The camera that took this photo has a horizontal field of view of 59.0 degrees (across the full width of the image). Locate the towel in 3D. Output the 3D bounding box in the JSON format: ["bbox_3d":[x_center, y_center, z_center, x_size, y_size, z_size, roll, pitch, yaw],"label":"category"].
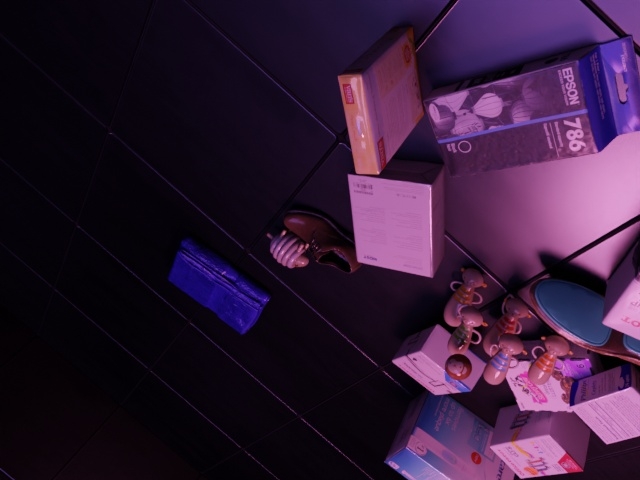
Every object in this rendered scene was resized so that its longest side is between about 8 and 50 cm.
[{"bbox_3d":[-0.313,0.145,1.679,0.308,0.076,0.227,36,135,2],"label":"towel"}]

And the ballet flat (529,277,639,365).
[{"bbox_3d":[0.571,0.178,1.118,0.342,0.116,0.124,20,166,13],"label":"ballet flat"}]

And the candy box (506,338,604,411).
[{"bbox_3d":[0.525,0.304,1.268,0.196,0.070,0.165,-12,118,38],"label":"candy box"}]

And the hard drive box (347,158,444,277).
[{"bbox_3d":[0.164,-0.051,1.200,0.181,0.089,0.232,12,130,25],"label":"hard drive box"}]

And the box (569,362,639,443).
[{"bbox_3d":[0.602,0.331,1.143,0.126,0.072,0.137,44,130,-9],"label":"box"}]

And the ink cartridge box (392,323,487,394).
[{"bbox_3d":[0.279,0.292,1.357,0.148,0.086,0.203,38,158,2],"label":"ink cartridge box"}]

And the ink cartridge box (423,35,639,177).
[{"bbox_3d":[0.357,-0.214,0.963,0.333,0.065,0.165,-9,119,36],"label":"ink cartridge box"}]

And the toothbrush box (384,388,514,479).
[{"bbox_3d":[0.352,0.565,1.490,0.295,0.216,0.126,37,136,3],"label":"toothbrush box"}]

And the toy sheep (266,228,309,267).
[{"bbox_3d":[-0.082,0.019,1.424,0.132,0.091,0.091,40,138,18],"label":"toy sheep"}]

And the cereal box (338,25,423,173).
[{"bbox_3d":[0.111,-0.244,0.968,0.047,0.240,0.173,6,127,29],"label":"cereal box"}]

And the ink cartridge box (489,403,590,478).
[{"bbox_3d":[0.527,0.476,1.366,0.128,0.127,0.176,46,137,-8],"label":"ink cartridge box"}]

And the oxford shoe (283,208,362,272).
[{"bbox_3d":[0.000,0.000,1.345,0.227,0.096,0.083,30,137,11],"label":"oxford shoe"}]

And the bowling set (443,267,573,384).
[{"bbox_3d":[0.355,0.205,1.166,0.287,0.200,0.154,33,127,24],"label":"bowling set"}]

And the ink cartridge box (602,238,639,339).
[{"bbox_3d":[0.653,0.054,0.939,0.223,0.129,0.307,25,135,14],"label":"ink cartridge box"}]
